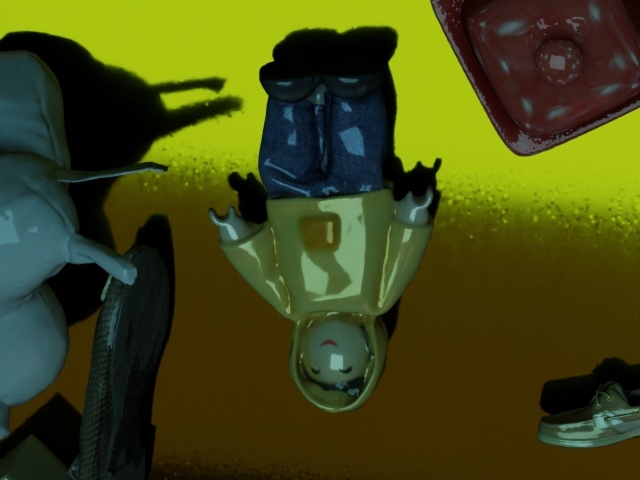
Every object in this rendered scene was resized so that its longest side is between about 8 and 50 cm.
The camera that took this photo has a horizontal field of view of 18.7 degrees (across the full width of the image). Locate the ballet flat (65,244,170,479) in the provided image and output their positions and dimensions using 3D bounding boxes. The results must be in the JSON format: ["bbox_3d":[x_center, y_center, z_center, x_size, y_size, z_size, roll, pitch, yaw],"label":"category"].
[{"bbox_3d":[-0.172,0.116,1.603,0.058,0.084,0.250,21,118,26],"label":"ballet flat"}]

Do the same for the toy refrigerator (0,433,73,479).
[{"bbox_3d":[-0.197,0.305,1.660,0.102,0.094,0.269,-40,101,19],"label":"toy refrigerator"}]

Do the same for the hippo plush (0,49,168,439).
[{"bbox_3d":[-0.262,0.005,1.530,0.294,0.234,0.237,8,136,4],"label":"hippo plush"}]

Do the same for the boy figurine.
[{"bbox_3d":[0.000,0.000,1.522,0.177,0.092,0.285,1,107,5],"label":"boy figurine"}]

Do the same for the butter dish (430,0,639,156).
[{"bbox_3d":[0.176,-0.143,1.427,0.160,0.118,0.160,-26,105,16],"label":"butter dish"}]

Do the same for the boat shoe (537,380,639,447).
[{"bbox_3d":[0.239,0.135,1.560,0.135,0.050,0.045,-9,105,1],"label":"boat shoe"}]
